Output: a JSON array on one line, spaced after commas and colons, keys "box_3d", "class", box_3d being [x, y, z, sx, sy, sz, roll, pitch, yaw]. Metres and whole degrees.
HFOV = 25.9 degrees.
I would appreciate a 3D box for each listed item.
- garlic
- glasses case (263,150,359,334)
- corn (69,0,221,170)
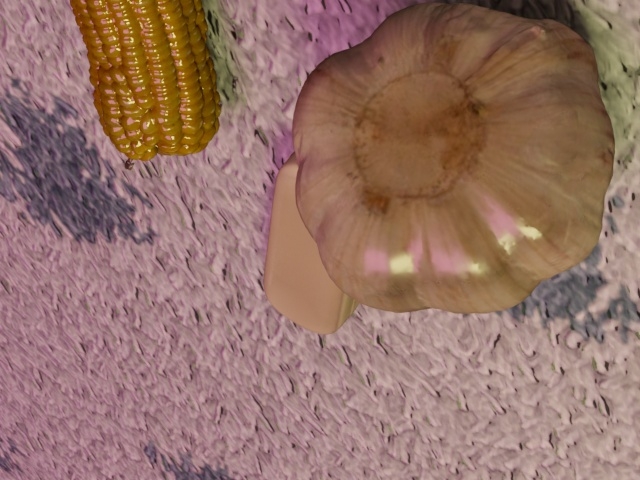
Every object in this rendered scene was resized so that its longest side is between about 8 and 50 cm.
[{"box_3d": [0.102, -0.046, 0.926, 0.218, 0.219, 0.212, 22, 178, 24], "class": "garlic"}, {"box_3d": [0.000, 0.000, 1.142, 0.083, 0.050, 0.196, 32, 144, 16], "class": "glasses case"}, {"box_3d": [-0.142, -0.190, 1.025, 0.102, 0.102, 0.313, 17, 139, 29], "class": "corn"}]
